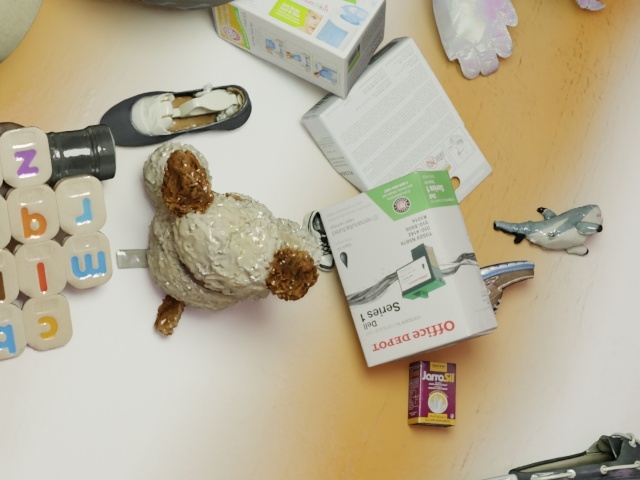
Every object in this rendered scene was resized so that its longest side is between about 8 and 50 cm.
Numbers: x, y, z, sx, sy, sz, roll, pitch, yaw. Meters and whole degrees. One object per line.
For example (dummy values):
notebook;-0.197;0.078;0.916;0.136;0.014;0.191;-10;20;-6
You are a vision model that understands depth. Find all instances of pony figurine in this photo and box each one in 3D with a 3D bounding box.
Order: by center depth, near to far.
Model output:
pony figurine;0.283;-0.438;1.606;0.303;0.363;0.351;-34;104;-23

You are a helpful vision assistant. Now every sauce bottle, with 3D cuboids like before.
sauce bottle;-0.419;-0.082;1.395;0.344;0.111;0.111;-8;81;-21

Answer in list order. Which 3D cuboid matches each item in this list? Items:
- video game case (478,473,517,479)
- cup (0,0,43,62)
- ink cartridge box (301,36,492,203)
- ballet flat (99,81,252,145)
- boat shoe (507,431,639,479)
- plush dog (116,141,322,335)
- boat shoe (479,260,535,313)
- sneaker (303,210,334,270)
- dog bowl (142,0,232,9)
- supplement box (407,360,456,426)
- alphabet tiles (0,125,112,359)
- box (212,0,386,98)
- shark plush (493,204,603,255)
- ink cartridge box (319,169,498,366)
video game case;0.174;0.431;1.495;0.206;0.026;0.227;-11;81;-5
cup;-0.459;-0.322;1.353;0.237;0.331;0.331;28;69;-40
ink cartridge box;0.109;-0.134;1.622;0.189;0.066;0.232;-42;114;-21
ballet flat;-0.183;-0.168;1.512;0.203;0.074;0.074;-10;82;-20
boat shoe;0.394;0.307;1.576;0.302;0.114;0.091;-16;89;-21
plush dog;-0.124;0.008;1.409;0.262;0.225;0.210;36;70;-8
boat shoe;0.211;0.074;1.597;0.183;0.066;0.066;-15;88;-10
sneaker;0.000;0.000;1.553;0.032;0.037;0.083;-18;86;-23
dog bowl;-0.168;-0.450;1.468;0.349;0.102;0.348;-1;81;7
supplement box;0.149;0.204;1.554;0.055;0.043;0.083;6;76;-16
alphabet tiles;-0.389;0.010;1.369;0.284;0.021;0.278;-12;112;-20
box;-0.028;-0.295;1.538;0.203;0.103;0.114;27;70;12
shark plush;0.326;-0.018;1.673;0.161;0.073;0.067;-8;60;1
ink cartridge box;0.113;0.038;1.508;0.092;0.160;0.219;-7;77;-58
